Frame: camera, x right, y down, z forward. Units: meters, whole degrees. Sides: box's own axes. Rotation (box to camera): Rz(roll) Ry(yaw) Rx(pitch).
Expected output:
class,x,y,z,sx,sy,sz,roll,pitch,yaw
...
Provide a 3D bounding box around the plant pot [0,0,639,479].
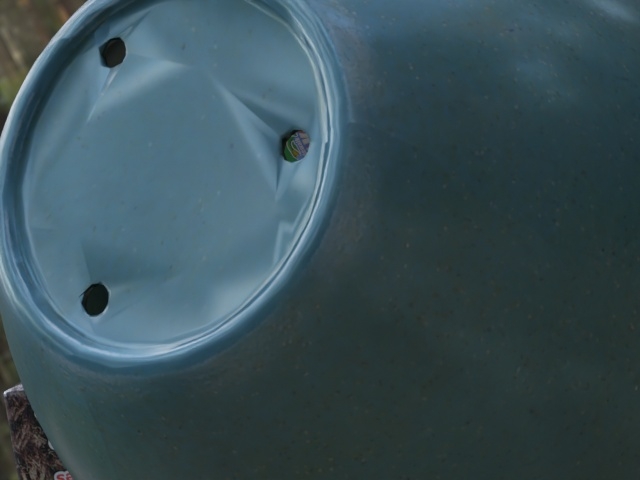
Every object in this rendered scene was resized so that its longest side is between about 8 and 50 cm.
class,x,y,z,sx,sy,sz,roll,pitch,yaw
plant pot,0.000,0.000,0.616,0.290,0.290,0.195,-28,-27,23

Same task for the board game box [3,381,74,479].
class,x,y,z,sx,sy,sz,roll,pitch,yaw
board game box,-0.044,0.191,0.944,0.141,0.291,0.232,-9,3,8

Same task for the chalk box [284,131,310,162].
class,x,y,z,sx,sy,sz,roll,pitch,yaw
chalk box,0.043,-0.085,1.733,0.213,0.132,0.132,-32,7,19
